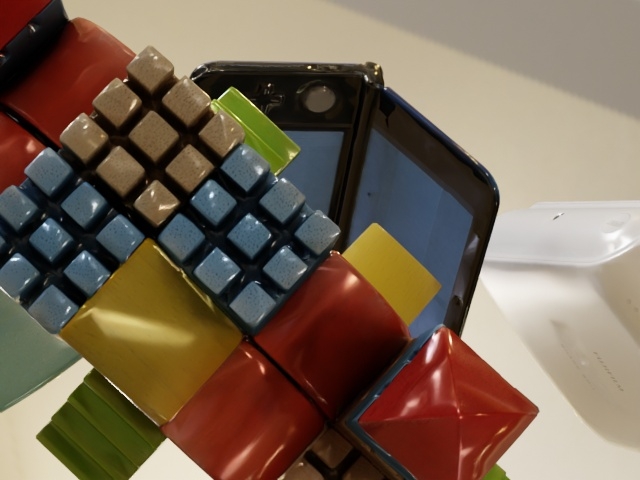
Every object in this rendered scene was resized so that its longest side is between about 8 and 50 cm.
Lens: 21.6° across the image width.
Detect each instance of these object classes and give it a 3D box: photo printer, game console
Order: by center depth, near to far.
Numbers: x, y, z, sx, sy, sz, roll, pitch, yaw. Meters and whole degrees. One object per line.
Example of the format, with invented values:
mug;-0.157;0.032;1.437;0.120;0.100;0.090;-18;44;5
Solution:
photo printer;0.284;0.082;1.474;0.256;0.107;0.307;54;-15;-13
game console;0.000;0.000;1.518;0.173;0.250;0.293;-102;-163;-45

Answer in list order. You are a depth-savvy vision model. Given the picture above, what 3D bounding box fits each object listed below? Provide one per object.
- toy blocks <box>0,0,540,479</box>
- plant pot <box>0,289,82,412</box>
toy blocks;-0.065;0.010;0.695;0.381;0.191;0.261;43;-8;3
plant pot;-0.238;0.020;1.352;0.166;0.234;0.165;46;-26;-20
